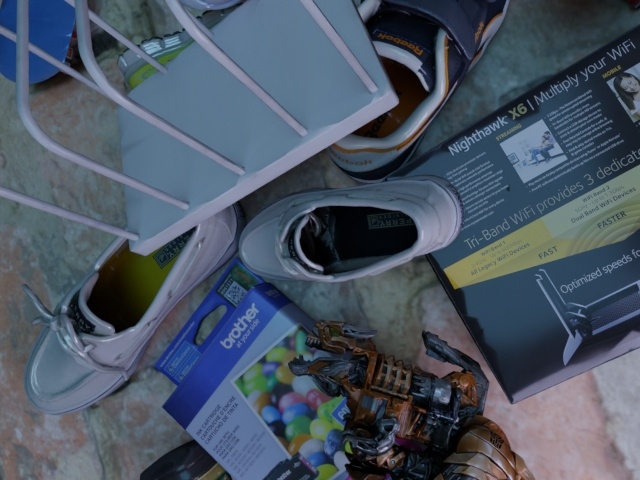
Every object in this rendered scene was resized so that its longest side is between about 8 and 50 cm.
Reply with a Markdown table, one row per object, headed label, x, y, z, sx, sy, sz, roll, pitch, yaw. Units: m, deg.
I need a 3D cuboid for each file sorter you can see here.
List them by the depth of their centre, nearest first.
| label | x | y | z | sx | sy | sz | roll | pitch | yaw |
| --- | --- | --- | --- | --- | --- | --- | --- | --- | --- |
| file sorter | -0.119 | -0.149 | 0.385 | 0.277 | 0.173 | 0.193 | -27 | 62 | 20 |

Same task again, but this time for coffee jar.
| label | x | y | z | sx | sy | sz | roll | pitch | yaw |
| --- | --- | --- | --- | --- | --- | --- | --- | --- | --- |
| coffee jar | -0.128 | 0.325 | 0.550 | 0.096 | 0.079 | 0.185 | -32 | 83 | 12 |

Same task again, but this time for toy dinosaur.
| label | x | y | z | sx | sy | sz | roll | pitch | yaw |
| --- | --- | --- | --- | --- | --- | --- | --- | --- | --- |
| toy dinosaur | 0.097 | 0.209 | 0.408 | 0.321 | 0.164 | 0.218 | 33 | 78 | 31 |

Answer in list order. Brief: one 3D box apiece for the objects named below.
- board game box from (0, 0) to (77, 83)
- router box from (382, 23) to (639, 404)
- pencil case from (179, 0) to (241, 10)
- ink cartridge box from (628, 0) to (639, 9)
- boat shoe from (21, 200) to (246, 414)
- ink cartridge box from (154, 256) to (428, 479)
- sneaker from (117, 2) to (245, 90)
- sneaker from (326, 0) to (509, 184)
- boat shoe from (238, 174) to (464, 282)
| label | x | y | z | sx | sy | sz | roll | pitch | yaw |
| --- | --- | --- | --- | --- | --- | --- | --- | --- | --- |
| board game box | -0.359 | -0.280 | 0.625 | 0.133 | 0.033 | 0.169 | 14 | 89 | 19 |
| router box | 0.251 | -0.029 | 0.448 | 0.308 | 0.081 | 0.243 | -30 | 83 | 13 |
| pencil case | -0.130 | -0.366 | 0.484 | 0.124 | 0.113 | 0.273 | -31 | 61 | 29 |
| ink cartridge box | 0.247 | -0.382 | 0.419 | 0.271 | 0.130 | 0.310 | -40 | 81 | 10 |
| boat shoe | -0.242 | 0.078 | 0.534 | 0.367 | 0.156 | 0.136 | -42 | 81 | 11 |
| ink cartridge box | -0.043 | 0.184 | 0.538 | 0.311 | 0.065 | 0.186 | 40 | 99 | 12 |
| sneaker | -0.126 | -0.197 | 0.550 | 0.208 | 0.081 | 0.094 | -16 | 95 | 19 |
| sneaker | 0.101 | -0.208 | 0.463 | 0.126 | 0.127 | 0.322 | 25 | 95 | 14 |
| boat shoe | 0.000 | 0.000 | 0.464 | 0.267 | 0.088 | 0.096 | -5 | 101 | 39 |
